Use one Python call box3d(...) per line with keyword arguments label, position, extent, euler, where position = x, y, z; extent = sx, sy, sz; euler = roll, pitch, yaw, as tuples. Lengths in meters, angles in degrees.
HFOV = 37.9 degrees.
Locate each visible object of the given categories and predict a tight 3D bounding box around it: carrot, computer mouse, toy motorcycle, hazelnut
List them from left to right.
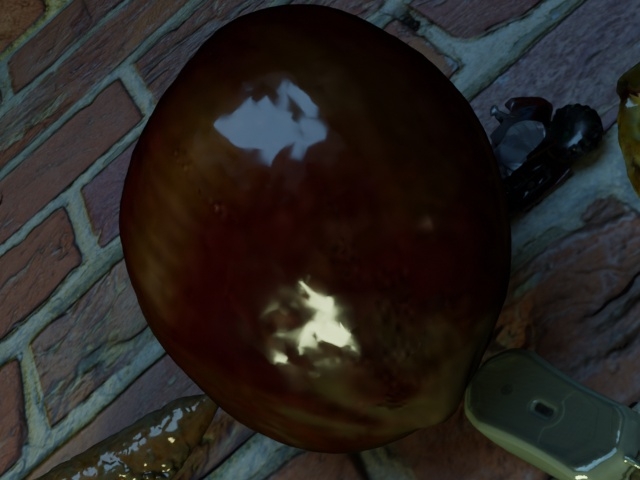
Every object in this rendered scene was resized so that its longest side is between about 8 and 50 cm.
box3d(label="carrot", position=(-0.216, 0.250, 1.073), extent=(0.263, 0.102, 0.102), euler=(-37, 38, 5))
box3d(label="hazelnut", position=(0.000, 0.000, 0.886), extent=(0.421, 0.353, 0.421), euler=(-8, 81, 57))
box3d(label="toy motorcycle", position=(0.202, -0.086, 1.030), extent=(0.213, 0.082, 0.122), euler=(-41, 39, 1))
box3d(label="computer mouse", position=(0.210, 0.161, 0.814), extent=(0.181, 0.056, 0.089), euler=(25, 76, 48))

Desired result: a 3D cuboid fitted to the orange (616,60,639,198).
box3d(label="orange", position=(0.413, -0.038, 0.699), extent=(0.271, 0.210, 0.368), euler=(-42, 36, -2))
